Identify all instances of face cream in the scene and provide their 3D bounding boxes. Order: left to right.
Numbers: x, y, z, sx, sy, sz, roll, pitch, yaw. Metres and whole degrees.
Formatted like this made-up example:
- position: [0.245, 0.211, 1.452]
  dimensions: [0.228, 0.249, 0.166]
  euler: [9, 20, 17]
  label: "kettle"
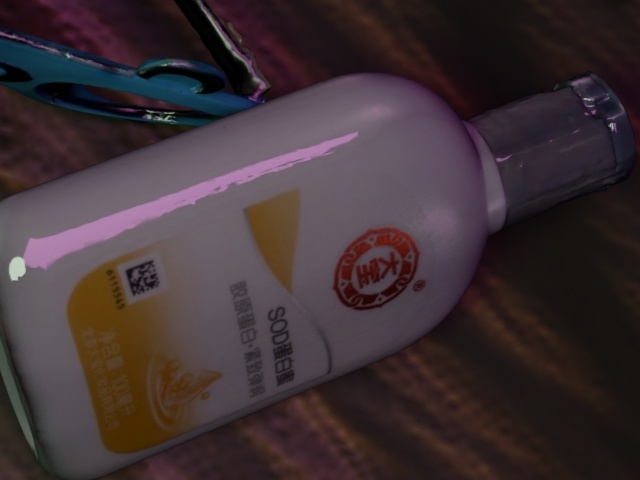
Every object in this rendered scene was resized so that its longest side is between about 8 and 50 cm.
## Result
- position: [0.000, 0.000, 0.767]
  dimensions: [0.291, 0.071, 0.144]
  euler: [-21, 128, -18]
  label: "face cream"

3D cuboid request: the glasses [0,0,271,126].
- position: [-0.129, -0.132, 0.785]
  dimensions: [0.239, 0.102, 0.207]
  euler: [16, 50, -10]
  label: "glasses"
